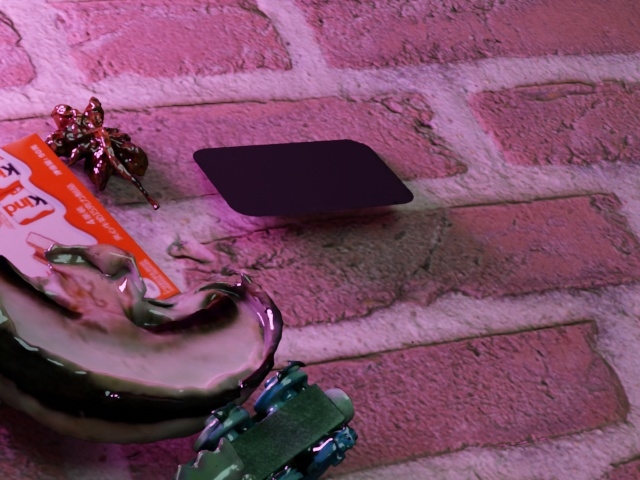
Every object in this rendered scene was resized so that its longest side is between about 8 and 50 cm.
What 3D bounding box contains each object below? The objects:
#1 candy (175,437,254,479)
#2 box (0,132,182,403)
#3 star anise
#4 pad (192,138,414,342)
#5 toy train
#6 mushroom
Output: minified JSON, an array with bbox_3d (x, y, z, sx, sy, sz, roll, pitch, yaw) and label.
[{"bbox_3d":[-0.064,0.398,1.576,0.263,0.172,0.398,-42,105,-43],"label":"candy"},{"bbox_3d":[-0.335,0.025,1.922,0.265,0.048,0.273,-29,68,-40],"label":"box"},{"bbox_3d":[-0.249,-0.097,2.061,0.190,0.070,0.097,46,46,16],"label":"star anise"},{"bbox_3d":[0.008,-0.015,2.110,0.250,0.055,0.323,-5,53,-28],"label":"pad"},{"bbox_3d":[-0.061,0.224,1.784,0.203,0.163,0.112,-30,72,-39],"label":"toy train"},{"bbox_3d":[-0.213,0.107,1.809,0.344,0.130,0.247,0,42,-37],"label":"mushroom"}]
